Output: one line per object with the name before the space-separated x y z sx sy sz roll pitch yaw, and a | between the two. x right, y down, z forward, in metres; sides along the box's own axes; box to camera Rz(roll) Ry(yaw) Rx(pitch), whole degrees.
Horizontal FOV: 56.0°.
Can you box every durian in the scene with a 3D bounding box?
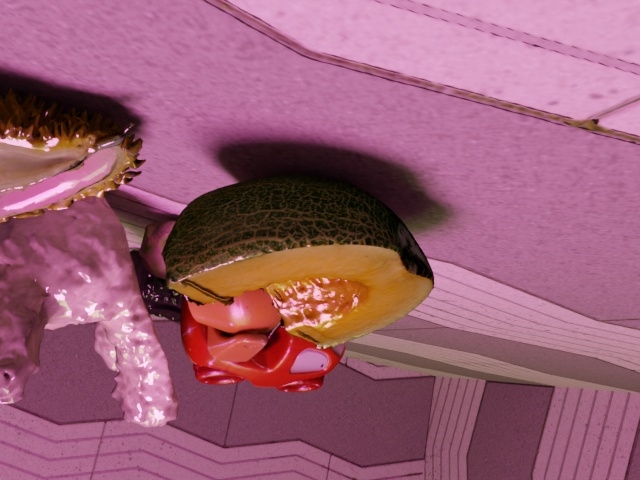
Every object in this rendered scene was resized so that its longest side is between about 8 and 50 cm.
durian | -0.249 -0.069 0.476 0.221 0.095 0.137 -10 178 -7

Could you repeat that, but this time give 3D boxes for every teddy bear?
teddy bear | -0.393 0.090 0.688 0.362 0.375 0.327 -20 -145 -25

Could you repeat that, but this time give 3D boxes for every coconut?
coconut | -0.196 0.010 0.784 0.081 0.083 0.082 52 142 -9

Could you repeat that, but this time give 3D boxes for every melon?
melon | 0.000 0.000 0.548 0.169 0.129 0.265 -20 151 21

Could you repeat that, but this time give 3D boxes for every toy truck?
toy truck | -0.063 0.092 0.814 0.265 0.188 0.239 8 153 -25

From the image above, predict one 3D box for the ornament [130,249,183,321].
ornament | -0.182 0.087 1.066 0.261 0.106 0.251 -4 163 29
